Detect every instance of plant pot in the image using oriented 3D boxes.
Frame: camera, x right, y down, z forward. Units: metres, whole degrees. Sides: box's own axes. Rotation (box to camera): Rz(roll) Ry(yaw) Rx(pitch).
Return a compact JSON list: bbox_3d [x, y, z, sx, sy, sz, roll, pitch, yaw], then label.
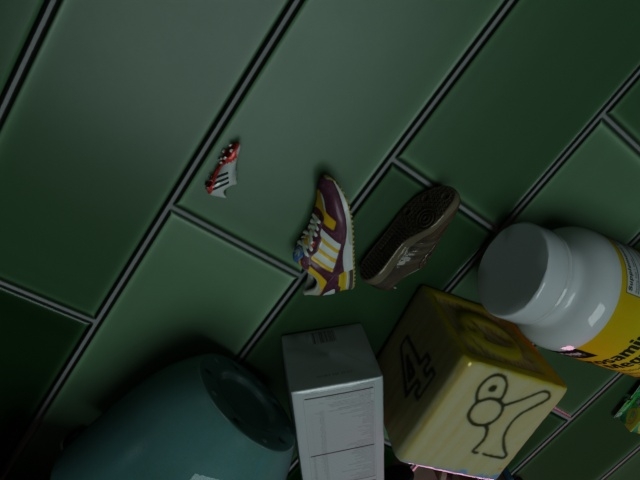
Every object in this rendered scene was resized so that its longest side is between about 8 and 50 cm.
[{"bbox_3d":[-0.180,0.308,0.727,0.293,0.293,0.235,41,94,-25],"label":"plant pot"}]

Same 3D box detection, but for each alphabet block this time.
[{"bbox_3d":[0.215,0.219,0.792,0.192,0.193,0.197,20,112,-20],"label":"alphabet block"}]

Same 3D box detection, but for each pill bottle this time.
[{"bbox_3d":[0.415,0.090,0.763,0.334,0.188,0.188,18,112,-18],"label":"pill bottle"}]

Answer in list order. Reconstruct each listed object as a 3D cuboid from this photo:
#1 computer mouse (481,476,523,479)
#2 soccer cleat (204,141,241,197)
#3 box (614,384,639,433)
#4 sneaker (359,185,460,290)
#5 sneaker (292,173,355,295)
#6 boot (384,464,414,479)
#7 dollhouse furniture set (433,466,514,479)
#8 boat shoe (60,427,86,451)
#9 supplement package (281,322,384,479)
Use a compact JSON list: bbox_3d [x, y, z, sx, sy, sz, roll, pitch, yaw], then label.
[{"bbox_3d":[0.329,0.521,1.053,0.193,0.042,0.106,21,116,-25],"label":"computer mouse"},{"bbox_3d":[-0.121,-0.092,0.668,0.035,0.029,0.083,23,114,-29],"label":"soccer cleat"},{"bbox_3d":[0.693,0.348,1.027,0.179,0.043,0.105,17,112,-16],"label":"box"},{"bbox_3d":[0.140,0.000,0.750,0.071,0.066,0.188,28,115,-39],"label":"sneaker"},{"bbox_3d":[0.000,0.000,0.711,0.083,0.069,0.186,-13,117,-9],"label":"sneaker"},{"bbox_3d":[0.144,0.503,1.007,0.121,0.045,0.099,-25,116,12],"label":"boot"},{"bbox_3d":[0.292,0.415,0.909,0.129,0.184,0.129,-2,117,-9],"label":"dollhouse furniture set"},{"bbox_3d":[-0.366,0.362,0.842,0.042,0.049,0.133,-34,113,17],"label":"boat shoe"},{"bbox_3d":[0.020,0.279,0.820,0.139,0.134,0.244,-7,118,-7],"label":"supplement package"}]
